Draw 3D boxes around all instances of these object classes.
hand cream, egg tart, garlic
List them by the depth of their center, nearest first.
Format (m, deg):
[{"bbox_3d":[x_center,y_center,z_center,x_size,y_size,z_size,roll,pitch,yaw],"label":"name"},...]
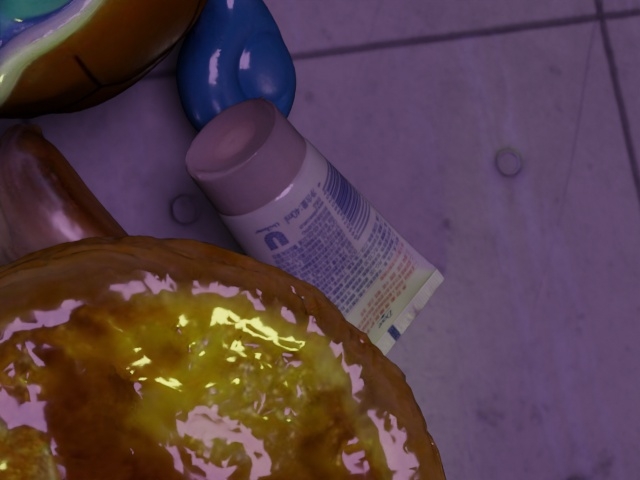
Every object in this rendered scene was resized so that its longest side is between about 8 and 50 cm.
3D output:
[{"bbox_3d":[-0.134,0.215,1.191,0.443,0.178,0.443,1,86,-8],"label":"egg tart"},{"bbox_3d":[-0.187,0.020,1.271,0.207,0.128,0.115,43,95,-10],"label":"garlic"},{"bbox_3d":[0.000,0.000,1.303,0.133,0.083,0.248,-48,126,-16],"label":"hand cream"}]

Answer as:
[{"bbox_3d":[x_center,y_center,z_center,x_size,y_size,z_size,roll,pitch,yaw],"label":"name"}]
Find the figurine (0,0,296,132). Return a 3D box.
[{"bbox_3d":[-0.192,-0.188,1.235,0.416,0.298,0.243,-3,96,-41],"label":"figurine"}]
